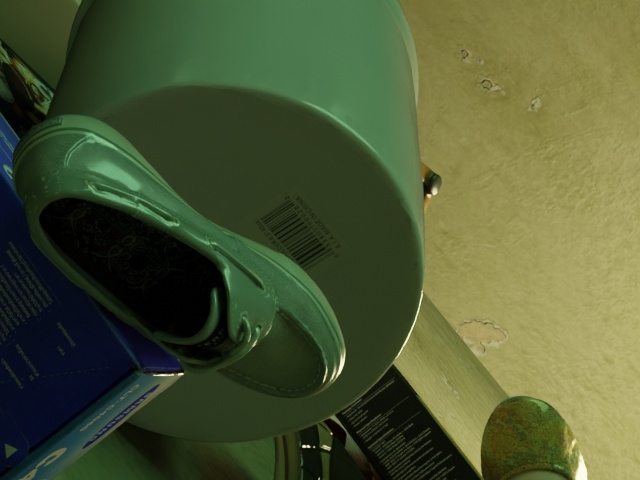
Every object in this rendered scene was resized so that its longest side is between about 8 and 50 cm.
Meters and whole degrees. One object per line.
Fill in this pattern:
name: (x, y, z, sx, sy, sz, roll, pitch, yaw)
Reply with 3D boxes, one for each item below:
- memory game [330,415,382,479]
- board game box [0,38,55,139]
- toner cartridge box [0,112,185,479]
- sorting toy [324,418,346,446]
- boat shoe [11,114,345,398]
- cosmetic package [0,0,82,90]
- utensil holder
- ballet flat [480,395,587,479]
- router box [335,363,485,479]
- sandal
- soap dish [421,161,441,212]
memory game: (0.019, 0.219, 1.773, 0.186, 0.012, 0.186, 49, 8, -9)
board game box: (-0.265, -0.102, 1.548, 0.243, 0.042, 0.165, 45, 10, -35)
toner cartridge box: (-0.244, -0.016, 0.887, 0.348, 0.165, 0.075, 53, 9, 12)
sorting toy: (-0.010, 0.206, 1.618, 0.061, 0.042, 0.102, 38, 14, 28)
boat shoe: (-0.070, 0.029, 0.830, 0.227, 0.079, 0.081, 41, 21, -31)
cosmetic package: (-0.305, -0.248, 1.727, 0.309, 0.113, 0.160, 46, 10, -34)
utensil holder: (-0.075, -0.062, 1.327, 0.327, 0.328, 0.385, 48, 19, -21)
ballet flat: (0.256, 0.335, 1.854, 0.123, 0.123, 0.348, -118, -165, -52)
router box: (0.132, 0.266, 1.673, 0.243, 0.081, 0.309, 51, -2, 25)
sandal: (-0.025, 0.231, 1.293, 0.120, 0.086, 0.302, 53, 21, -27)
soap dish: (0.000, 0.000, 1.667, 0.118, 0.290, 0.229, 18, -8, 32)
